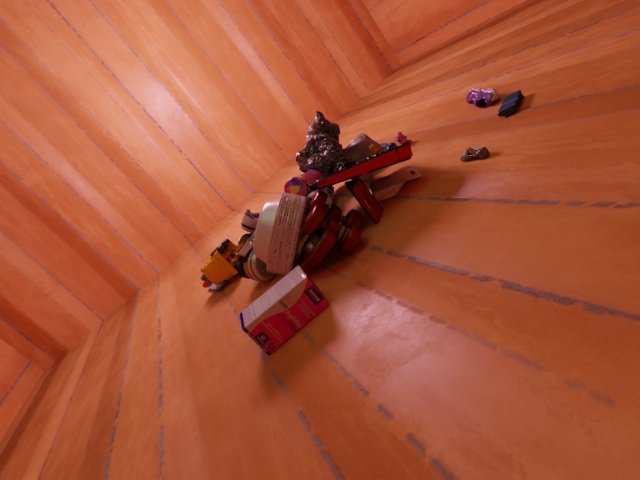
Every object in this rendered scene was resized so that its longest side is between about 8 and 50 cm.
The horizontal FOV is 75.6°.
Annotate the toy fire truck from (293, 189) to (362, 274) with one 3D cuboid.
[{"bbox_3d":[0.000,0.000,1.361,0.253,0.170,0.302,-57,10,25],"label":"toy fire truck"}]

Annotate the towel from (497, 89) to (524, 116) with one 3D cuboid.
[{"bbox_3d":[0.634,-0.453,1.375,0.067,0.029,0.119,-17,30,47],"label":"towel"}]

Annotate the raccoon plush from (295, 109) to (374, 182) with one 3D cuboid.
[{"bbox_3d":[0.097,-0.416,1.869,0.447,0.216,0.299,17,81,28],"label":"raccoon plush"}]

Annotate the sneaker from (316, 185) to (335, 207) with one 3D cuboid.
[{"bbox_3d":[0.026,-0.200,1.815,0.086,0.085,0.237,-57,13,16],"label":"sneaker"}]

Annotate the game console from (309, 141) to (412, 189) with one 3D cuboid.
[{"bbox_3d":[0.128,-0.256,1.478,0.342,0.060,0.386,-18,7,-2],"label":"game console"}]

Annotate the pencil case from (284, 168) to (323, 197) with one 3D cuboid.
[{"bbox_3d":[-0.063,-0.235,1.725,0.104,0.104,0.236,-30,7,25],"label":"pencil case"}]

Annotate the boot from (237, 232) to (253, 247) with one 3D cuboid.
[{"bbox_3d":[-0.312,0.047,1.785,0.165,0.077,0.213,-66,-6,22],"label":"boot"}]

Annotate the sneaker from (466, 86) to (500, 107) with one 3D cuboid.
[{"bbox_3d":[0.603,-0.538,1.572,0.071,0.068,0.170,-45,20,1],"label":"sneaker"}]

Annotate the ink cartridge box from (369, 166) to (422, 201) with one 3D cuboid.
[{"bbox_3d":[0.270,-0.204,1.491,0.180,0.045,0.145,-16,23,9],"label":"ink cartridge box"}]

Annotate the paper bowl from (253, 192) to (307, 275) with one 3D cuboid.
[{"bbox_3d":[-0.141,-0.027,1.429,0.284,0.148,0.284,-167,90,-89],"label":"paper bowl"}]

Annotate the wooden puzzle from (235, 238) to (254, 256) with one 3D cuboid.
[{"bbox_3d":[-0.275,0.028,1.545,0.078,0.014,0.116,-56,31,-8],"label":"wooden puzzle"}]

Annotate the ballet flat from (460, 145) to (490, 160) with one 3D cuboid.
[{"bbox_3d":[0.463,-0.268,1.254,0.041,0.041,0.114,-44,19,-14],"label":"ballet flat"}]

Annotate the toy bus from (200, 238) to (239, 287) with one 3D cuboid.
[{"bbox_3d":[-0.462,0.120,1.905,0.211,0.149,0.220,-42,12,13],"label":"toy bus"}]

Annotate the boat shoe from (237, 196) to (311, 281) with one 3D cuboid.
[{"bbox_3d":[-0.183,-0.032,1.690,0.156,0.186,0.500,-13,36,41],"label":"boat shoe"}]

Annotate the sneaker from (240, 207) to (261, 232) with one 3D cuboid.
[{"bbox_3d":[-0.224,-0.070,1.792,0.094,0.235,0.090,-67,30,18],"label":"sneaker"}]

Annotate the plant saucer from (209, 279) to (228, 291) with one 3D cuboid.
[{"bbox_3d":[-0.484,0.208,1.939,0.067,0.018,0.192,-47,20,-22],"label":"plant saucer"}]

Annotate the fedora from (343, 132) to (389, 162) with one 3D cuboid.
[{"bbox_3d":[0.192,-0.428,1.976,0.244,0.124,0.275,-41,19,-6],"label":"fedora"}]

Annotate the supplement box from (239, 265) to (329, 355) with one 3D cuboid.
[{"bbox_3d":[-0.101,0.190,1.143,0.220,0.111,0.114,-41,19,-3],"label":"supplement box"}]

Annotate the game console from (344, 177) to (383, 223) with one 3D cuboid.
[{"bbox_3d":[0.134,-0.127,1.377,0.085,0.144,0.124,-25,24,36],"label":"game console"}]

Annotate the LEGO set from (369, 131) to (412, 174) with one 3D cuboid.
[{"bbox_3d":[0.273,-0.394,1.799,0.227,0.093,0.087,-42,19,-9],"label":"LEGO set"}]

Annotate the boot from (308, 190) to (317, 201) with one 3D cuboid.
[{"bbox_3d":[-0.115,-0.159,1.971,0.262,0.095,0.203,-33,20,21],"label":"boot"}]
